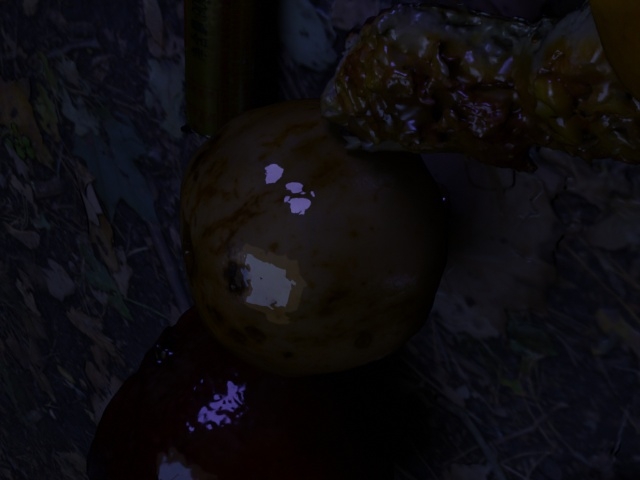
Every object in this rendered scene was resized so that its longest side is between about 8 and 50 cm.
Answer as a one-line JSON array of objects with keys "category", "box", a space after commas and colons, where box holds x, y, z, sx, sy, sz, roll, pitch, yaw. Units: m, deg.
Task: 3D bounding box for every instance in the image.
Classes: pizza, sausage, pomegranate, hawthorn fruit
[{"category": "pizza", "box": [0.123, -0.081, 0.528, 0.305, 0.161, 0.085, 7, 87, 34]}, {"category": "sausage", "box": [-0.069, -0.239, 0.684, 0.082, 0.082, 0.371, 32, 137, 27]}, {"category": "pomegranate", "box": [0.000, 0.000, 0.695, 0.215, 0.215, 0.215, 27, 135, 31]}, {"category": "hawthorn fruit", "box": [-0.045, 0.197, 0.853, 0.307, 0.265, 0.265, 44, 144, -8]}]

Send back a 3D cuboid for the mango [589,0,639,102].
[{"category": "mango", "box": [0.243, -0.091, 0.359, 0.257, 0.138, 0.187, 19, 144, 5]}]
